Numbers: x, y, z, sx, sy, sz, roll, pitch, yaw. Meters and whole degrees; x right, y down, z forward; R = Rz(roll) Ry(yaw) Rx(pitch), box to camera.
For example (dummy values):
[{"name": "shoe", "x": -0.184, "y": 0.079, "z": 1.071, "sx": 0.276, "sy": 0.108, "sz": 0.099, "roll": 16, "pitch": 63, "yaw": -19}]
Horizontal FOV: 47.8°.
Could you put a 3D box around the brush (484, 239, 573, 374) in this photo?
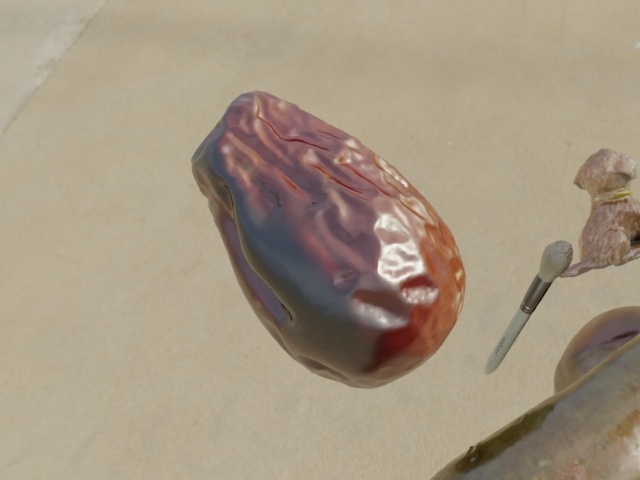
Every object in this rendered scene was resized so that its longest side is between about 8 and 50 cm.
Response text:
[{"name": "brush", "x": 0.311, "y": 0.112, "z": 1.102, "sx": 0.039, "sy": 0.299, "sz": 0.042, "roll": 12, "pitch": 42, "yaw": -4}]

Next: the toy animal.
[{"name": "toy animal", "x": 0.442, "y": -0.046, "z": 1.154, "sx": 0.184, "sy": 0.185, "sz": 0.104, "roll": -17, "pitch": 9, "yaw": -14}]

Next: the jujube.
[{"name": "jujube", "x": 0.000, "y": 0.000, "z": 0.540, "sx": 0.168, "sy": 0.236, "sz": 0.168, "roll": -40, "pitch": 13, "yaw": 11}]

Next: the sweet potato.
[{"name": "sweet potato", "x": 0.132, "y": 0.156, "z": 0.458, "sx": 0.346, "sy": 0.108, "sz": 0.079, "roll": -42, "pitch": 68, "yaw": 19}]

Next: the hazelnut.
[{"name": "hazelnut", "x": 0.576, "y": 0.283, "z": 1.228, "sx": 0.366, "sy": 0.365, "sz": 0.365, "roll": -6, "pitch": 47, "yaw": 7}]
